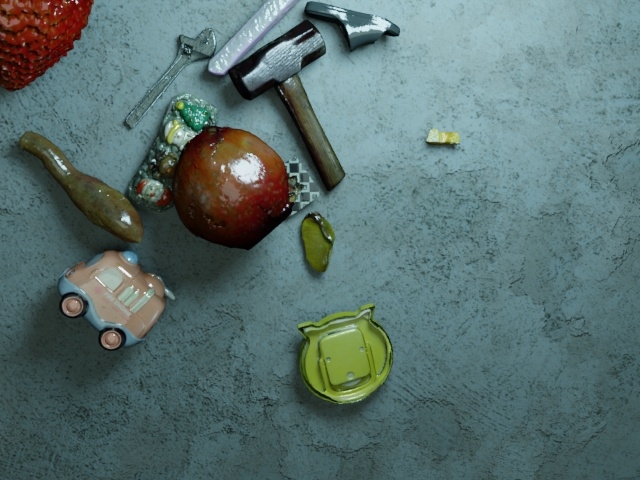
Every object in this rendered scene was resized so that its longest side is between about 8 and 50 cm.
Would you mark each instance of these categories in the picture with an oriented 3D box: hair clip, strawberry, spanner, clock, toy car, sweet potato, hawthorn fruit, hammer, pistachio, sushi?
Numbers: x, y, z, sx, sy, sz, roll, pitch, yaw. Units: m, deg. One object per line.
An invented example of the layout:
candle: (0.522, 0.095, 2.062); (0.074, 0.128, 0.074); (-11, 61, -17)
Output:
hair clip: (-0.376, -0.215, 1.347); (0.138, 0.091, 0.322); (27, 102, -15)
strawberry: (-0.680, -0.509, 1.178); (0.312, 0.267, 0.351); (47, 129, 11)
spanner: (-0.380, -0.409, 1.331); (0.093, 0.026, 0.325); (41, 99, -15)
clock: (0.071, 0.333, 1.547); (0.276, 0.071, 0.294); (-9, 106, -7)
toy car: (-0.532, 0.138, 1.390); (0.212, 0.180, 0.270); (-44, 105, -4)
sweet potato: (-0.595, -0.128, 1.346); (0.385, 0.109, 0.109); (42, 98, -2)
hawthorn fruit: (-0.208, -0.123, 1.293); (0.315, 0.316, 0.316); (-1, 105, -5)
hammer: (-0.036, -0.314, 1.346); (0.242, 0.095, 0.409); (-32, 112, -8)
pistachio: (0.000, 0.000, 1.463); (0.089, 0.049, 0.173); (-3, 108, 19)
sushi: (-0.078, -0.145, 1.428); (0.120, 0.026, 0.126); (-35, 99, 12)

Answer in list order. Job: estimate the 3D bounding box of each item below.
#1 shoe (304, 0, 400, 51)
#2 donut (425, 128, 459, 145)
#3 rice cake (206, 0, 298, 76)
shoe: (0.072, -0.516, 1.306); (0.240, 0.108, 0.093); (15, 105, -2)
donut: (0.329, -0.276, 1.416); (0.083, 0.067, 0.038); (3, 88, 28)
rice cake: (-0.146, -0.535, 1.298); (0.365, 0.073, 0.056); (-44, 105, 5)
